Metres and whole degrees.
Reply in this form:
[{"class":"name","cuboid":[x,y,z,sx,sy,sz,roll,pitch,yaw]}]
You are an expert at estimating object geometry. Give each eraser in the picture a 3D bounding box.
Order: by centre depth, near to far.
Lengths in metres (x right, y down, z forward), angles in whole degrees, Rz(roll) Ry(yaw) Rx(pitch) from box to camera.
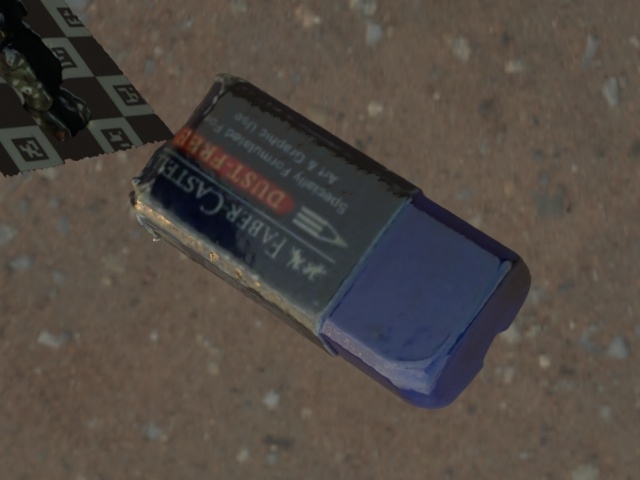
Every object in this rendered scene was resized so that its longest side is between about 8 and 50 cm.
[{"class":"eraser","cuboid":[0.000,0.000,1.349,0.332,0.101,0.155,33,82,25]}]

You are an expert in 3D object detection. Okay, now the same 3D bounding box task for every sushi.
[{"class":"sushi","cuboid":[-0.245,-0.124,1.228,0.215,0.192,0.050,50,124,15]}]
